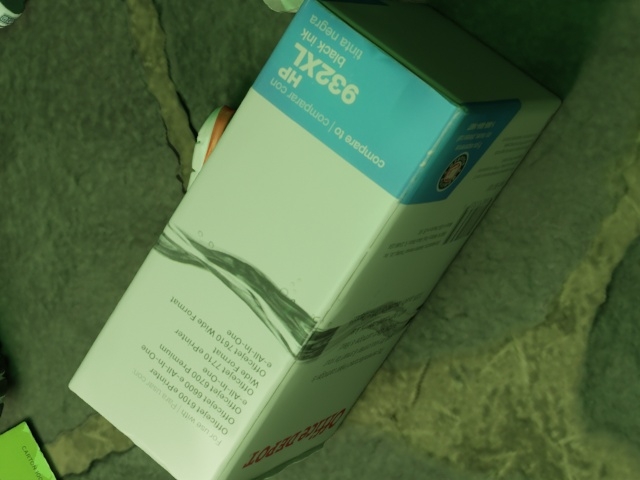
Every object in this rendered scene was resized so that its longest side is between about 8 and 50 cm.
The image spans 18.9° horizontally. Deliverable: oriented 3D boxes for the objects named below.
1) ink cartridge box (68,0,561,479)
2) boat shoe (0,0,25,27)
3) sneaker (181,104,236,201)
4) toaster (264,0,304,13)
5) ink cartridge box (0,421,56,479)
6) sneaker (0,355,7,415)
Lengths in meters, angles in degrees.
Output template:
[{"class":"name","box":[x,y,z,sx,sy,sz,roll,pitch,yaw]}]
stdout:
[{"class":"ink cartridge box","box":[0.000,0.000,1.271,0.129,0.223,0.307,37,107,14]},{"class":"boat shoe","box":[-0.301,-0.229,1.448,0.083,0.065,0.183,-28,86,20]},{"class":"sneaker","box":[-0.068,-0.015,1.386,0.065,0.061,0.158,16,102,12]},{"class":"toaster","box":[0.029,-0.240,1.296,0.168,0.110,0.186,-19,89,23]},{"class":"ink cartridge box","box":[-0.305,0.280,1.488,0.255,0.097,0.189,-31,84,21]},{"class":"sneaker","box":[-0.322,0.077,1.490,0.094,0.081,0.208,-42,74,27]}]
